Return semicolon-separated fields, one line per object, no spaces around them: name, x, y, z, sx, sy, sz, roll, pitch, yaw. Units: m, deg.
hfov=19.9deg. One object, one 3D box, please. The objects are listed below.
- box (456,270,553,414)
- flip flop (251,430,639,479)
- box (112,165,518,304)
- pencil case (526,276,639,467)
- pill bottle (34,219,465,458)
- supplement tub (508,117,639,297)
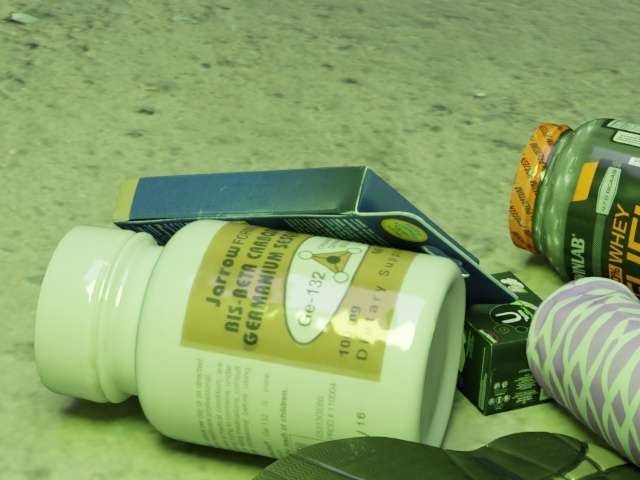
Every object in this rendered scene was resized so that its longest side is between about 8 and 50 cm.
box;0.111;0.063;1.145;0.062;0.052;0.083;-9;29;-23
flip flop;0.072;0.154;0.941;0.277;0.080;0.112;-1;25;-45
box;0.000;0.000;1.121;0.225;0.037;0.136;0;-24;36
pencil case;0.191;0.080;1.020;0.088;0.086;0.206;-19;20;-14
pill bottle;-0.040;0.057;1.055;0.229;0.131;0.131;9;27;14
supplement tub;0.232;-0.016;1.243;0.190;0.117;0.117;14;29;24
